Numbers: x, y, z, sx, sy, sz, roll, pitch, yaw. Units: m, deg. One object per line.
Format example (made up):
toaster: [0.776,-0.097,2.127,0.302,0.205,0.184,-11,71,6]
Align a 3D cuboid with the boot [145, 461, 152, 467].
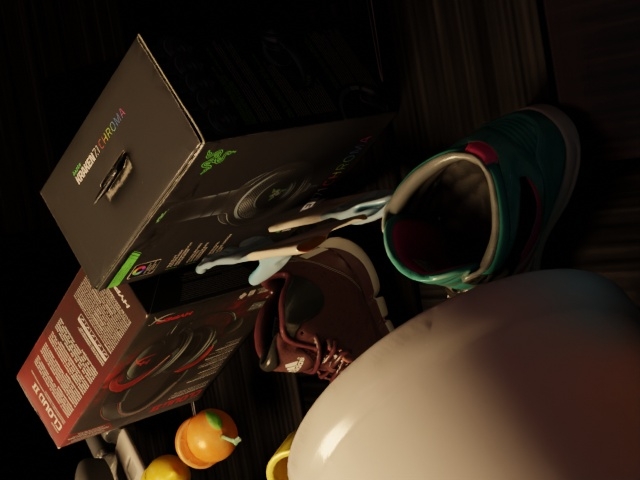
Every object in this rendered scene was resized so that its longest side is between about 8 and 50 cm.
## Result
boot: [-0.231,0.439,1.699,0.280,0.096,0.264,-29,87,52]

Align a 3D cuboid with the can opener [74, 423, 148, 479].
can opener: [-0.276,0.249,1.616,0.280,0.093,0.074,53,128,54]

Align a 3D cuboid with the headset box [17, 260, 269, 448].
headset box: [-0.196,0.106,1.461,0.110,0.218,0.293,55,131,20]

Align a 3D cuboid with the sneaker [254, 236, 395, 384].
sneaker: [0.017,0.139,1.297,0.106,0.162,0.281,-41,72,42]

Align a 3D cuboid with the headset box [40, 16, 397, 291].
headset box: [-0.110,-0.089,1.281,0.246,0.283,0.131,-47,67,40]

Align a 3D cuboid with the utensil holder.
utensil holder: [0.197,0.271,0.976,0.328,0.327,0.385,-59,45,36]

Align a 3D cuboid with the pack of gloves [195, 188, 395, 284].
pack of gloves: [0.000,0.000,1.230,0.232,0.195,0.046,-10,102,57]

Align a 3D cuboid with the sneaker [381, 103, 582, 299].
sneaker: [0.130,0.029,1.146,0.123,0.178,0.296,27,119,37]

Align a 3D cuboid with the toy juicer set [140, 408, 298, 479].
toy juicer set: [-0.119,0.341,1.477,0.209,0.089,0.329,18,118,4]
